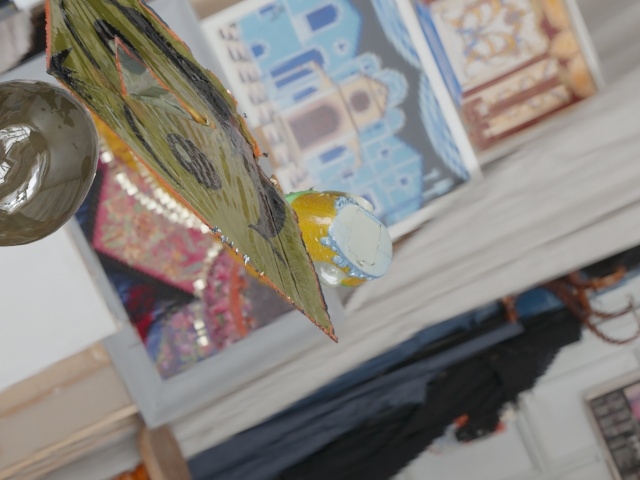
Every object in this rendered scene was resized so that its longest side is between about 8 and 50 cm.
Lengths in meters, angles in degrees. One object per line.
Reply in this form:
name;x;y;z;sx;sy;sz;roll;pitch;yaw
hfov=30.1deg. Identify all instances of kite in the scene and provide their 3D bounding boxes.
kite;-0.100;-0.086;0.821;0.378;0.013;0.327;58;13;14

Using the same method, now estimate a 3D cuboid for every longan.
longan;-0.318;-0.081;1.234;0.189;0.189;0.189;-23;90;-83

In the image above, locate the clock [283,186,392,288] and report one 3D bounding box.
clock;0.000;0.000;1.465;0.231;0.144;0.103;36;63;-51
